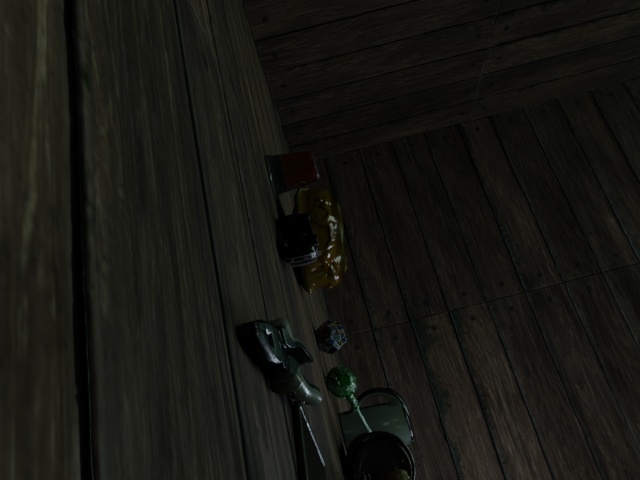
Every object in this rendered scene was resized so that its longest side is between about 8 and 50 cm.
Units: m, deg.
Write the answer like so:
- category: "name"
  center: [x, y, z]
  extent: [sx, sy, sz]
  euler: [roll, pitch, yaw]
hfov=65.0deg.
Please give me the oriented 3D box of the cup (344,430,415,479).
- category: "cup"
  center: [0.158, 0.645, 1.461]
  extent: [0.279, 0.197, 0.196]
  euler: [101, -24, -75]

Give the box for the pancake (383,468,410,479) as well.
- category: "pancake"
  center: [0.166, 0.722, 1.135]
  extent: [0.387, 0.082, 0.386]
  euler: [3, 90, -87]

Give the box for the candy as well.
- category: "candy"
  center: [0.113, 0.526, 1.587]
  extent: [0.097, 0.097, 0.323]
  euler: [-102, 166, -66]

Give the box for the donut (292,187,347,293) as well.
- category: "donut"
  center: [0.000, 0.000, 1.498]
  extent: [0.330, 0.160, 0.329]
  euler: [0, 90, -85]

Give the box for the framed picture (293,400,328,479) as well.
- category: "framed picture"
  center: [-0.003, 0.379, 0.715]
  extent: [0.252, 0.014, 0.196]
  euler: [-103, 178, -56]

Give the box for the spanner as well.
- category: "spanner"
  center: [-0.044, 0.158, 0.657]
  extent: [0.324, 0.040, 0.095]
  euler: [66, 8, -63]

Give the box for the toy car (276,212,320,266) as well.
- category: "toy car"
  center: [-0.052, 0.013, 1.206]
  extent: [0.209, 0.090, 0.108]
  euler: [-110, -170, -64]

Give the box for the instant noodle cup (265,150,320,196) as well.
- category: "instant noodle cup"
  center: [-0.076, -0.199, 1.433]
  extent: [0.127, 0.136, 0.127]
  euler: [-13, 90, -88]

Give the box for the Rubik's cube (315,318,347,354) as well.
- category: "Rubik's cube"
  center: [0.034, 0.309, 1.610]
  extent: [0.093, 0.111, 0.111]
  euler: [-66, 150, -45]

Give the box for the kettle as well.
- category: "kettle"
  center: [0.190, 0.621, 1.730]
  extent: [0.161, 0.237, 0.221]
  euler: [0, 76, -88]
